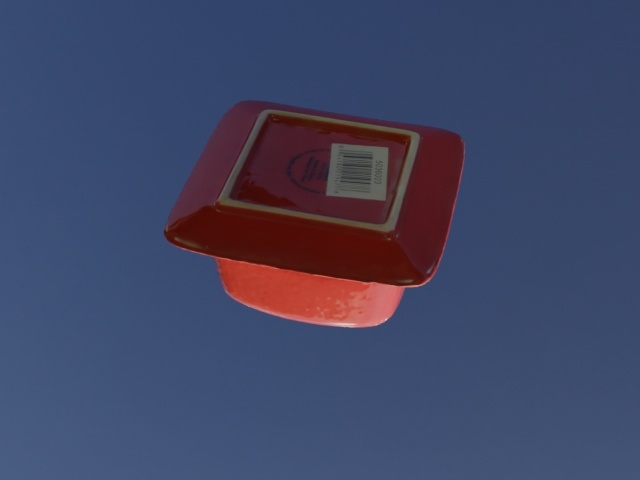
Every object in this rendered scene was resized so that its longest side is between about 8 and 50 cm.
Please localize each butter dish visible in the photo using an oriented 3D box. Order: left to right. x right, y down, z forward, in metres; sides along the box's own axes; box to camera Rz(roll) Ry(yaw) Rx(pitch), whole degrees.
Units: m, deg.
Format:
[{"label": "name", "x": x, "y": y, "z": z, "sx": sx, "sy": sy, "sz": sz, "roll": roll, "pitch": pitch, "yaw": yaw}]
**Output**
[{"label": "butter dish", "x": 0.000, "y": 0.000, "z": 0.773, "sx": 0.160, "sy": 0.160, "sz": 0.118, "roll": 9, "pitch": -51, "yaw": 9}]
